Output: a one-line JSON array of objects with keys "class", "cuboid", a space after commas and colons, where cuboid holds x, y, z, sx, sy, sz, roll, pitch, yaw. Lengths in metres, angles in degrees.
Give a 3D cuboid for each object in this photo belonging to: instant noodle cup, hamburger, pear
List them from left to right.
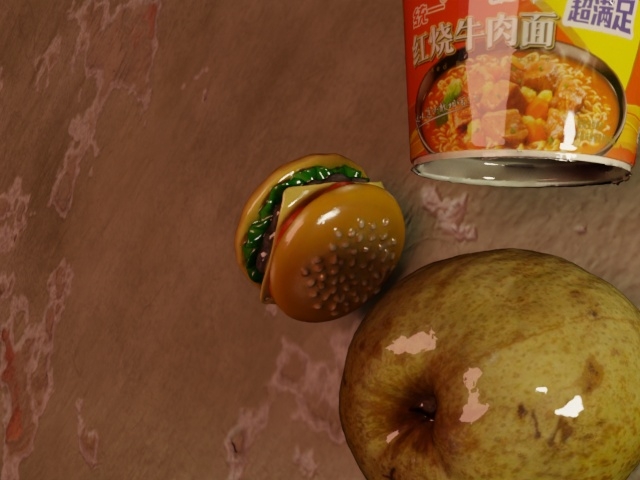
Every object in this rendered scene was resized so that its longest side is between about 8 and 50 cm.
[{"class": "hamburger", "cuboid": [0.000, 0.000, 0.720, 0.115, 0.162, 0.162, 45, 111, 43]}, {"class": "pear", "cuboid": [0.113, 0.106, 0.528, 0.228, 0.211, 0.188, -38, 56, 33]}, {"class": "instant noodle cup", "cuboid": [0.154, -0.133, 0.575, 0.213, 0.213, 0.174, 1, 87, 46]}]
